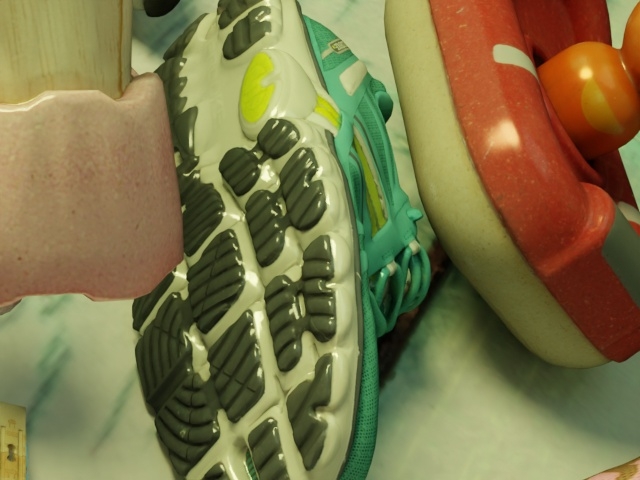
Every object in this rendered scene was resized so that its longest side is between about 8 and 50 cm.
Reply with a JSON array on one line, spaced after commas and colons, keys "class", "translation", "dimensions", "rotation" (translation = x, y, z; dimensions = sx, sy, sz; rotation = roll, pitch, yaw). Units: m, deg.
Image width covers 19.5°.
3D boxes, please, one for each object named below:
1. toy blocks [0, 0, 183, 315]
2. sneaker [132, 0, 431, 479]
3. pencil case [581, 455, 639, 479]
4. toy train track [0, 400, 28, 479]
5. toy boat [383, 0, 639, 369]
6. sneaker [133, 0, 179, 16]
[{"class": "toy blocks", "translation": [-0.202, -0.011, 0.470], "dimensions": [0.309, 0.260, 0.288], "rotation": [0, 14, -11]}, {"class": "sneaker", "translation": [0.000, 0.000, 0.716], "dimensions": [0.110, 0.107, 0.275], "rotation": [32, 33, -26]}, {"class": "pencil case", "translation": [0.014, 0.144, 0.397], "dimensions": [0.386, 0.160, 0.167], "rotation": [-21, 35, -28]}, {"class": "toy train track", "translation": [-0.101, 0.085, 0.597], "dimensions": [0.048, 0.014, 0.083], "rotation": [15, 34, -19]}, {"class": "toy boat", "translation": [0.123, -0.067, 0.830], "dimensions": [0.151, 0.151, 0.231], "rotation": [47, 23, -40]}, {"class": "sneaker", "translation": [-0.116, -0.132, 0.777], "dimensions": [0.132, 0.086, 0.228], "rotation": [42, 38, -12]}]
